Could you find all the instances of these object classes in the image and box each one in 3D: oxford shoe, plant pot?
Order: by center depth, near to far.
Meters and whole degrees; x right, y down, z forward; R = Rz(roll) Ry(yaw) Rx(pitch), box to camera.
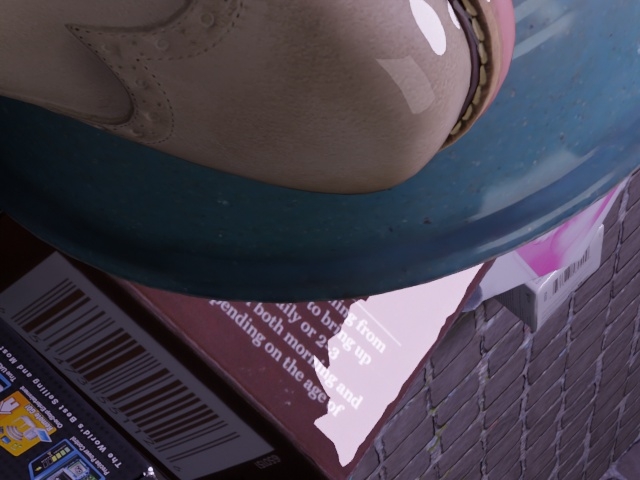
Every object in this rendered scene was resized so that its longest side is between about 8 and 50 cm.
[{"bbox_3d":[-0.147,-0.079,0.377,0.140,0.397,0.146,118,-10,-52],"label":"oxford shoe"},{"bbox_3d":[-0.026,-0.209,0.529,0.341,0.341,0.334,-43,149,-17],"label":"plant pot"}]

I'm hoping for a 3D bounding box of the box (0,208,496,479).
[{"bbox_3d":[0.008,-0.068,0.804,0.381,0.191,0.143,-52,-167,-30],"label":"box"}]

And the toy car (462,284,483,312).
[{"bbox_3d":[0.000,0.000,0.933,0.155,0.188,0.149,-83,-179,-52],"label":"toy car"}]

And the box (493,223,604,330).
[{"bbox_3d":[0.214,0.014,1.598,0.101,0.087,0.102,-44,158,-15],"label":"box"}]

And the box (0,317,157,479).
[{"bbox_3d":[-0.231,0.075,0.621,0.216,0.270,0.060,-32,153,-36],"label":"box"}]

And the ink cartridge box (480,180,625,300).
[{"bbox_3d":[0.207,-0.112,1.173,0.330,0.071,0.324,-18,140,-51],"label":"ink cartridge box"}]

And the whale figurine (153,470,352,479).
[{"bbox_3d":[-0.027,0.184,1.341,0.216,0.141,0.272,-52,158,3],"label":"whale figurine"}]
